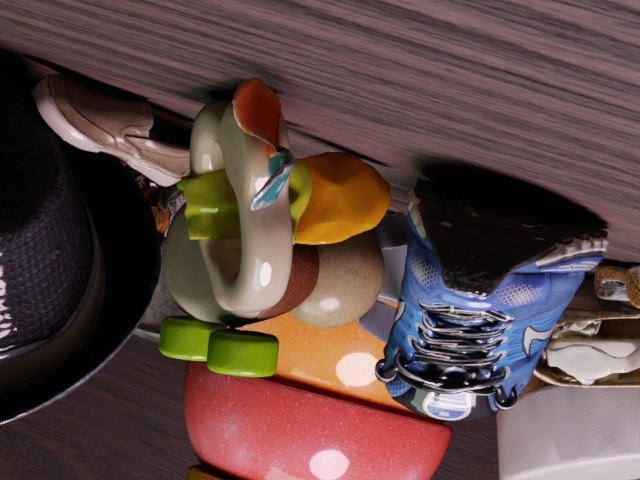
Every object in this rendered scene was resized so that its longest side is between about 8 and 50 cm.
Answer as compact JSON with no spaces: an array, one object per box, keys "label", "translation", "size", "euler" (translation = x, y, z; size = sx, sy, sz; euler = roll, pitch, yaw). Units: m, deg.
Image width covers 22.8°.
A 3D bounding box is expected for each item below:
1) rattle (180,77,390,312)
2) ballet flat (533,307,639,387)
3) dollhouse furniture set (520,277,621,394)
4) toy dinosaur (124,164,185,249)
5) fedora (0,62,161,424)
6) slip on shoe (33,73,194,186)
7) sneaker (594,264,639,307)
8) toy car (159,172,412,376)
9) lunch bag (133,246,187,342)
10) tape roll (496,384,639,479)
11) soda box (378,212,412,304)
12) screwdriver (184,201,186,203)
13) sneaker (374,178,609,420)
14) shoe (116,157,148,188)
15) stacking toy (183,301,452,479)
[{"label":"rattle","translation":[0.000,-0.036,0.899],"size":[0.143,0.130,0.199],"euler":[7,151,-13]},{"label":"ballet flat","translation":[0.244,0.083,1.151],"size":[0.206,0.073,0.067],"euler":[-6,-167,26]},{"label":"dollhouse furniture set","translation":[0.233,0.055,1.411],"size":[0.144,0.123,0.151],"euler":[13,139,40]},{"label":"toy dinosaur","translation":[-0.252,-0.010,1.192],"size":[0.218,0.164,0.322],"euler":[31,-162,30]},{"label":"fedora","translation":[-0.265,-0.039,1.043],"size":[0.334,0.334,0.152],"euler":[16,140,3]},{"label":"slip on shoe","translation":[-0.128,-0.077,1.039],"size":[0.041,0.051,0.135],"euler":[-31,140,26]},{"label":"sneaker","translation":[0.234,0.032,1.141],"size":[0.037,0.031,0.083],"euler":[4,-173,-27]},{"label":"toy car","translation":[-0.011,0.020,1.202],"size":[0.188,0.155,0.149],"euler":[5,-177,-32]},{"label":"lunch bag","translation":[-0.205,0.033,1.868],"size":[0.287,0.168,0.235],"euler":[11,175,11]},{"label":"tape roll","translation":[0.343,0.173,1.345],"size":[0.392,0.072,0.392],"euler":[-1,163,0]},{"label":"soda box","translation":[0.000,0.000,1.323],"size":[0.216,0.069,0.074],"euler":[16,176,22]},{"label":"screwdriver","translation":[-0.166,-0.033,1.437],"size":[0.170,0.025,0.024],"euler":[-15,126,28]},{"label":"sneaker","translation":[0.109,0.051,1.050],"size":[0.130,0.147,0.330],"euler":[16,175,11]},{"label":"shoe","translation":[-0.223,-0.067,1.474],"size":[0.219,0.058,0.076],"euler":[13,145,-9]},{"label":"stacking toy","translation":[-0.028,0.223,1.531],"size":[0.351,0.479,0.350],"euler":[17,175,1]}]
